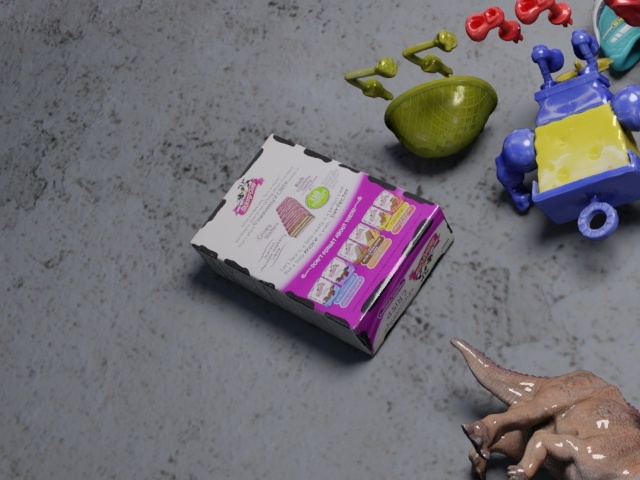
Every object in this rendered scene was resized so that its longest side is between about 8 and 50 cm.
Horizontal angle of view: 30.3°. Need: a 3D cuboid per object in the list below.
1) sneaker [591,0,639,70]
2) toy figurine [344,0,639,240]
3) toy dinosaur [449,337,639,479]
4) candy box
[{"bbox_3d":[0.424,-0.240,1.227,0.275,0.107,0.110,-9,75,23],"label":"sneaker"},{"bbox_3d":[0.218,-0.098,1.145,0.362,0.191,0.217,-18,68,26],"label":"toy figurine"},{"bbox_3d":[0.241,0.167,1.015,0.200,0.127,0.296,-33,40,-9],"label":"toy dinosaur"},{"bbox_3d":[0.000,0.000,1.247,0.233,0.071,0.159,27,72,33],"label":"candy box"}]
